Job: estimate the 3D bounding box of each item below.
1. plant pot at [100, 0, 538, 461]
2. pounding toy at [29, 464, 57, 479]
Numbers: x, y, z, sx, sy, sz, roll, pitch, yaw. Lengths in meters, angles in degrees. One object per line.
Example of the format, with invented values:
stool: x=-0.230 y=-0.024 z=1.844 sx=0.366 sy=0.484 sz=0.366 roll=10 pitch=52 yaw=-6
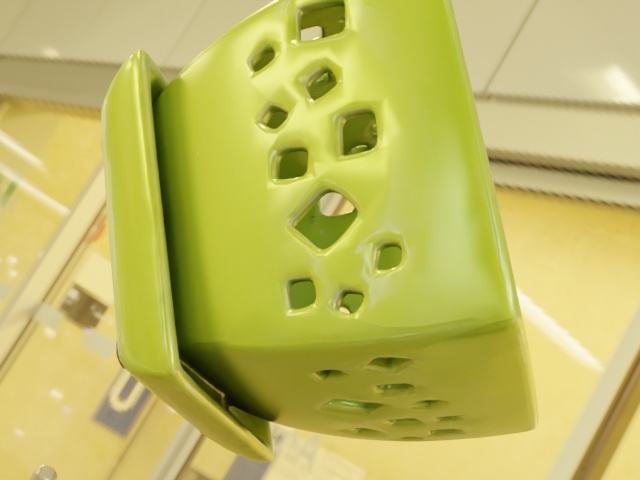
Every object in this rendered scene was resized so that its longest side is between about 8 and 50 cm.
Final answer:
plant pot: x=0.000 y=0.000 z=0.700 sx=0.207 sy=0.227 sz=0.228 roll=-13 pitch=-25 yaw=8
pounding toy: x=-0.183 y=0.162 z=0.595 sx=0.100 sy=0.141 sz=0.130 roll=42 pitch=-21 yaw=47
